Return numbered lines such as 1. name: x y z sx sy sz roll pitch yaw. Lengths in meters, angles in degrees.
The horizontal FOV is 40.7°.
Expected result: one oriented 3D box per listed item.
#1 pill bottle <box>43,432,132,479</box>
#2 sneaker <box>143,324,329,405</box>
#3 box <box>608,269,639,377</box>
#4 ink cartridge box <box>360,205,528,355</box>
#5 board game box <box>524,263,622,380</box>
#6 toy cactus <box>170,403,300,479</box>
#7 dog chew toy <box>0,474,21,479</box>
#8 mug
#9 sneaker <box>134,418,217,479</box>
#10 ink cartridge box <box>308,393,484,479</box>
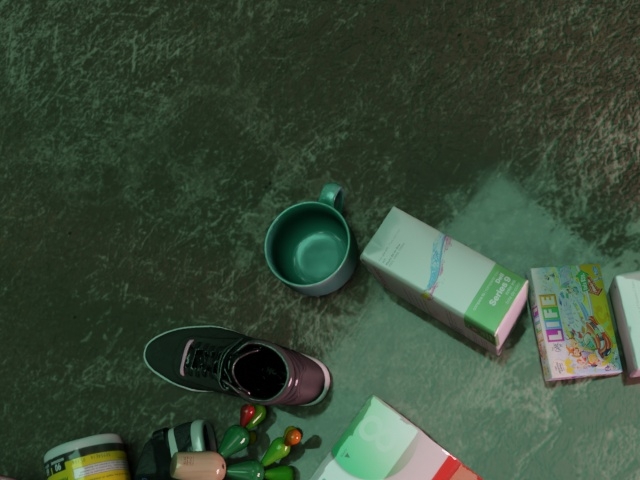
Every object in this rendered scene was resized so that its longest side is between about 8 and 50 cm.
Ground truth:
1. pill bottle: -0.322 0.396 1.243 0.119 0.119 0.209 -21 70 7
2. sneaker: -0.143 0.173 1.249 0.295 0.147 0.105 9 78 18
3. box: 0.484 0.101 1.141 0.170 0.091 0.130 -11 72 11
4. ink cartridge box: 0.175 0.057 1.198 0.212 0.154 0.093 29 82 20
5. board game box: 0.347 0.112 1.188 0.103 0.026 0.154 -4 72 -10
6. toy cactus: -0.115 0.323 1.197 0.180 0.112 0.219 13 63 -22
7. dog chew toy: -0.500 0.508 1.219 0.206 0.206 0.332 15 90 18
8. mug: 0.002 0.009 1.287 0.157 0.097 0.129 -38 68 0
9. sneaker: -0.206 0.377 1.248 0.121 0.079 0.217 -15 63 13
10. ink cartridge box: 0.108 0.351 1.185 0.224 0.056 0.181 35 85 22
